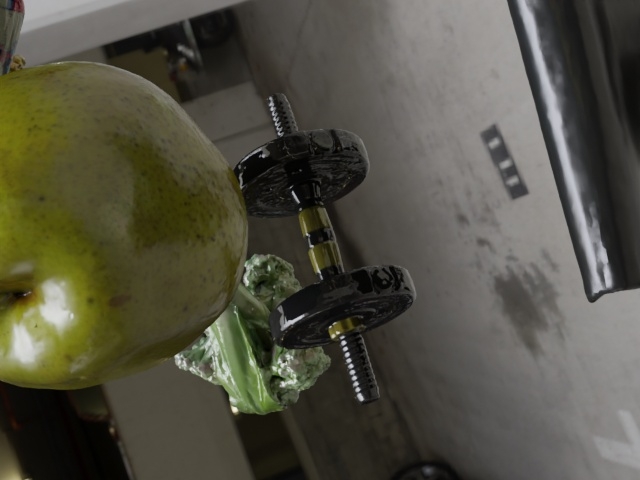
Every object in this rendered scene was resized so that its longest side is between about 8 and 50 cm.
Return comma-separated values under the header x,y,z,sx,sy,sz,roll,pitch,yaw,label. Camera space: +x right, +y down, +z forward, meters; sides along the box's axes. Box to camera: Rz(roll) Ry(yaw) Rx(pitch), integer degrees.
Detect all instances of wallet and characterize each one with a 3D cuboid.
x,y,z,sx,sy,sz,roll,pitch,yaw,label
0.196,-0.179,0.692,0.062,0.228,0.405,-10,100,36,wallet

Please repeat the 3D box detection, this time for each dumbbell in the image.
x,y,z,sx,sy,sz,roll,pitch,yaw,label
0.000,0.000,0.920,0.143,0.143,0.325,95,158,-70,dumbbell

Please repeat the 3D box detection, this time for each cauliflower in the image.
x,y,z,sx,sy,sz,roll,pitch,yaw,label
-0.110,0.126,1.423,0.256,0.239,0.315,38,168,45,cauliflower

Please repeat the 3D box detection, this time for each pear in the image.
x,y,z,sx,sy,sz,roll,pitch,yaw,label
-0.205,-0.016,0.791,0.294,0.294,0.294,160,90,-81,pear

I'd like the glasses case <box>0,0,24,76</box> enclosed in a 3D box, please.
x,y,z,sx,sy,sz,roll,pitch,yaw,label
-0.438,-0.163,1.098,0.327,0.125,0.076,-69,25,14,glasses case

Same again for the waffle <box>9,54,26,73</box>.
x,y,z,sx,sy,sz,roll,pitch,yaw,label
-0.483,-0.250,1.301,0.192,0.046,0.160,31,-157,-31,waffle
